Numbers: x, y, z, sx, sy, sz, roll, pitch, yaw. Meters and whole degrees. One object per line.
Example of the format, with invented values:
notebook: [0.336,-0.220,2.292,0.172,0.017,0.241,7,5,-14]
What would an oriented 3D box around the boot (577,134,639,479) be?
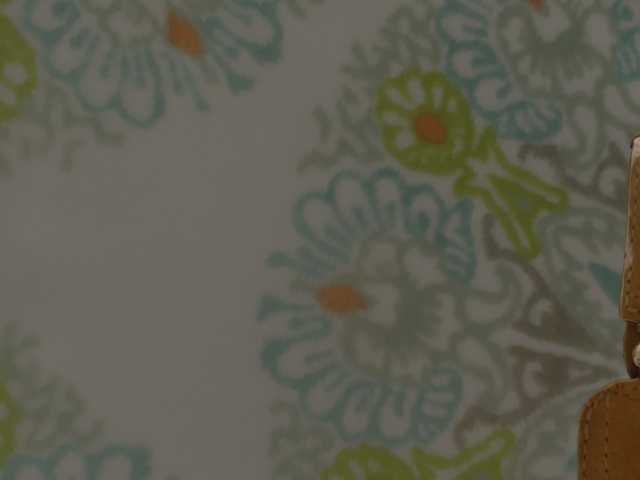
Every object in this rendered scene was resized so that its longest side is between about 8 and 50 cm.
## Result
boot: [0.174,0.108,0.464,0.211,0.104,0.295,-4,-104,18]

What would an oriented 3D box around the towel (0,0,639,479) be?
towel: [0.000,0.000,0.707,0.374,0.090,0.321,13,-105,-19]
